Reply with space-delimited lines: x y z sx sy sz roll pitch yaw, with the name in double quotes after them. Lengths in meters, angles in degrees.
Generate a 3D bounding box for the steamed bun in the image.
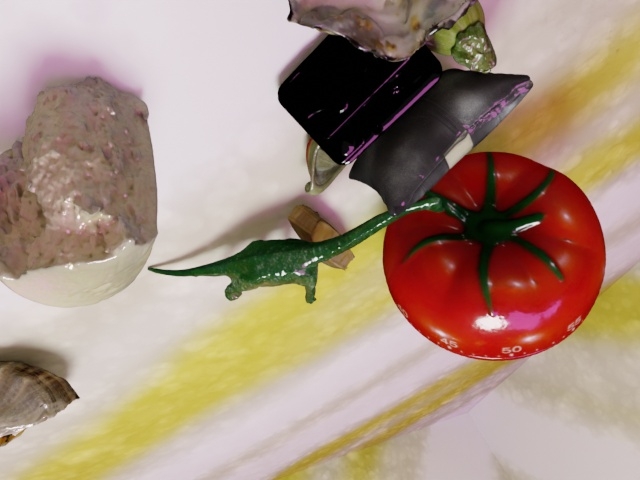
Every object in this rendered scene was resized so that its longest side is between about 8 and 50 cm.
-0.276 -0.045 0.489 0.170 0.226 0.200 8 132 -38 "steamed bun"

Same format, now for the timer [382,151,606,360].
0.306 0.031 0.828 0.378 0.378 0.279 -28 145 -1 "timer"

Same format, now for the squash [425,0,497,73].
0.181 -0.278 0.585 0.105 0.132 0.105 -19 144 -14 "squash"

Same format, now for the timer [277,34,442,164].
0.049 -0.208 0.591 0.187 0.055 0.144 -42 98 17 "timer"

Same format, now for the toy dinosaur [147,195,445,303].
-0.061 0.017 0.711 0.446 0.087 0.301 0 154 -11 "toy dinosaur"

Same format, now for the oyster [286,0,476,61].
0.068 -0.313 0.491 0.222 0.083 0.214 9 97 -7 "oyster"

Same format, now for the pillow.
0.154 -0.155 0.651 0.250 0.186 0.106 -44 118 4 "pillow"

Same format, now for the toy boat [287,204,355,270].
0.000 0.000 0.849 0.064 0.072 0.206 -54 144 -9 "toy boat"

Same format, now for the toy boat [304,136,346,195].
0.027 -0.153 0.686 0.089 0.071 0.185 14 127 -44 "toy boat"

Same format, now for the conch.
-0.563 0.284 0.766 0.210 0.159 0.291 -36 -178 -4 "conch"
